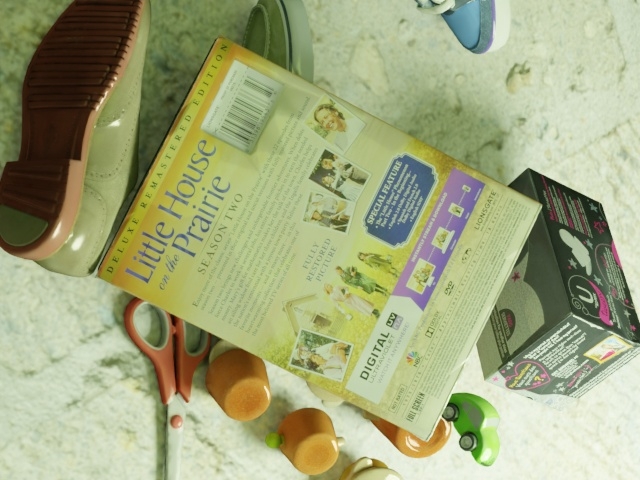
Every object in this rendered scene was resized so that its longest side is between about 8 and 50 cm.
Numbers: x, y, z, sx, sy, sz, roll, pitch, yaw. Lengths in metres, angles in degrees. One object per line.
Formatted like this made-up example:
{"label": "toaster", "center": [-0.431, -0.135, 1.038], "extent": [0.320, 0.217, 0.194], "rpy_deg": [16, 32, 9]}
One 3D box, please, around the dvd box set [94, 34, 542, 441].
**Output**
{"label": "dvd box set", "center": [0.000, 0.000, 1.625], "extent": [0.420, 0.062, 0.307], "rpy_deg": [26, 84, -8]}

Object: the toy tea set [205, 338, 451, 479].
{"label": "toy tea set", "center": [0.011, 0.194, 1.755], "extent": [0.200, 0.124, 0.336], "rpy_deg": [-46, 119, 7]}

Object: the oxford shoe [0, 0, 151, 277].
{"label": "oxford shoe", "center": [-0.254, -0.127, 1.587], "extent": [0.130, 0.123, 0.348], "rpy_deg": [39, 65, -54]}

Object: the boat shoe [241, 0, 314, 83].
{"label": "boat shoe", "center": [-0.076, -0.148, 1.689], "extent": [0.094, 0.109, 0.302], "rpy_deg": [5, 89, -31]}

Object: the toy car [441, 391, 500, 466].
{"label": "toy car", "center": [0.160, 0.170, 1.745], "extent": [0.239, 0.053, 0.225], "rpy_deg": [20, 34, -59]}

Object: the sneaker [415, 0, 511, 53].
{"label": "sneaker", "center": [0.087, -0.350, 1.800], "extent": [0.236, 0.130, 0.322], "rpy_deg": [-27, 108, -21]}

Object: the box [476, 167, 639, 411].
{"label": "box", "center": [0.281, 0.061, 1.819], "extent": [0.142, 0.163, 0.247], "rpy_deg": [24, 39, -30]}

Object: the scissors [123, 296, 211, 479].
{"label": "scissors", "center": [-0.159, 0.192, 1.673], "extent": [0.109, 0.021, 0.297], "rpy_deg": [-12, 94, -35]}
